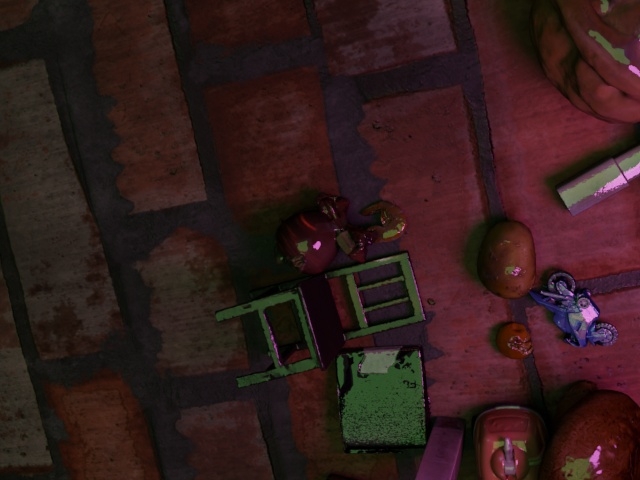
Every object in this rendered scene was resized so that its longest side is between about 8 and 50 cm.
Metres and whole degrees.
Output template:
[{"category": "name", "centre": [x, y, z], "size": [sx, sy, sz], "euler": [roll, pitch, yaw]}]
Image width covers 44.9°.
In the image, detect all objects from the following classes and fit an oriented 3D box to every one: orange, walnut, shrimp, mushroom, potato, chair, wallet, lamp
[{"category": "orange", "centre": [0.441, 0.232, 1.775], "size": [0.086, 0.062, 0.086], "euler": [3, 101, 18]}, {"category": "walnut", "centre": [0.583, -0.410, 1.487], "size": [0.384, 0.383, 0.383], "euler": [3, 101, 15]}, {"category": "shrimp", "centre": [0.123, -0.041, 1.824], "size": [0.162, 0.045, 0.095], "euler": [-5, 100, 22]}, {"category": "mushroom", "centre": [0.585, 0.477, 1.641], "size": [0.239, 0.345, 0.345], "euler": [-15, 97, 57]}, {"category": "potato", "centre": [0.413, 0.046, 1.717], "size": [0.137, 0.137, 0.176], "euler": [-10, 95, 17]}, {"category": "chair", "centre": [0.009, 0.177, 1.793], "size": [0.416, 0.240, 0.203], "euler": [-16, 93, 18]}, {"category": "wallet", "centre": [0.152, 0.389, 1.884], "size": [0.221, 0.071, 0.262], "euler": [-5, 92, 17]}, {"category": "lamp", "centre": [-0.009, 0.000, 1.801], "size": [0.223, 0.151, 0.215], "euler": [-49, 59, 26]}]

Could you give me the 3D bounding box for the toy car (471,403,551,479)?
[{"category": "toy car", "centre": [0.434, 0.516, 1.748], "size": [0.181, 0.212, 0.270], "euler": [-5, 99, 16]}]

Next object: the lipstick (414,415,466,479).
[{"category": "lipstick", "centre": [0.264, 0.496, 1.708], "size": [0.076, 0.371, 0.079], "euler": [6, 101, 15]}]

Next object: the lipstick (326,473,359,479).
[{"category": "lipstick", "centre": [0.186, 0.644, 1.924], "size": [0.357, 0.057, 0.057], "euler": [9, 102, 14]}]

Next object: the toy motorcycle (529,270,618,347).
[{"category": "toy motorcycle", "centre": [0.562, 0.165, 1.727], "size": [0.114, 0.076, 0.205], "euler": [-40, 87, 25]}]

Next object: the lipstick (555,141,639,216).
[{"category": "lipstick", "centre": [0.629, -0.147, 1.645], "size": [0.253, 0.079, 0.077], "euler": [-32, 90, 17]}]
